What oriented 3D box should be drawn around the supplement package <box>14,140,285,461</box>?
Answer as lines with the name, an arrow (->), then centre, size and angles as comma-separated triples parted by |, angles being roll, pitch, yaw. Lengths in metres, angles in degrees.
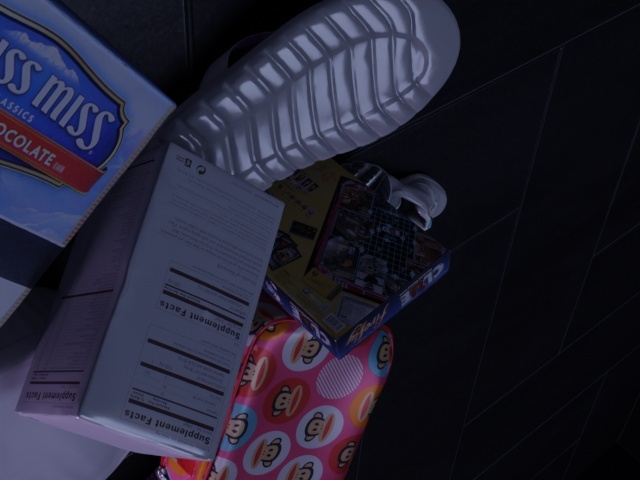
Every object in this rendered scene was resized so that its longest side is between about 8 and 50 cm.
supplement package -> -0.149, 0.059, 0.860 | 0.134, 0.139, 0.244 | 27, 68, -33

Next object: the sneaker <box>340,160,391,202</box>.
sneaker -> 0.000, 0.012, 1.252 | 0.275, 0.107, 0.110 | -56, 168, 19

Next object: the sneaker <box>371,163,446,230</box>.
sneaker -> 0.127, -0.044, 1.326 | 0.212, 0.094, 0.080 | 6, 118, -54

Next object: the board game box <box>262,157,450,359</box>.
board game box -> 0.000, 0.000, 1.071 | 0.165, 0.243, 0.042 | -36, 147, -20

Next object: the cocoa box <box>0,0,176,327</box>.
cocoa box -> -0.303, -0.120, 0.574 | 0.228, 0.231, 0.347 | -51, 149, 0

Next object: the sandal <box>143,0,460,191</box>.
sandal -> -0.049, -0.149, 1.002 | 0.416, 0.102, 0.169 | -30, 131, -7

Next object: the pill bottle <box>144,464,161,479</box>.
pill bottle -> -0.182, 0.396, 1.328 | 0.323, 0.181, 0.181 | -43, 148, -11

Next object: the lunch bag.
lunch bag -> -0.065, 0.199, 1.150 | 0.258, 0.120, 0.293 | 9, 109, -40

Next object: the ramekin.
ramekin -> -0.312, 0.167, 0.973 | 0.273, 0.127, 0.273 | -31, 144, -26
